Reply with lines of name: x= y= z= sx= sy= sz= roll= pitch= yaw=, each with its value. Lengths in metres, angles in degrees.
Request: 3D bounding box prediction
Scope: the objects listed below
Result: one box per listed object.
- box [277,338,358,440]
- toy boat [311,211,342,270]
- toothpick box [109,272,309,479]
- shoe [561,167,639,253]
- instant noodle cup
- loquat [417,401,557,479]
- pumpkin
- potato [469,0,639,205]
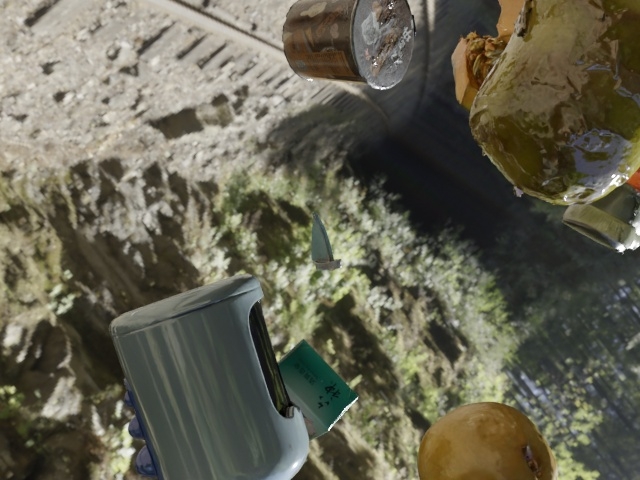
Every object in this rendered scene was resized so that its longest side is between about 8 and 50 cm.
box: x=-0.046 y=0.304 z=1.358 sx=0.092 sy=0.153 sz=0.245 roll=-42 pitch=174 yaw=-32
toy boat: x=0.000 y=-0.001 z=1.411 sx=0.034 sy=0.122 sz=0.096 roll=-22 pitch=-170 yaw=-33
toothpick box: x=-0.167 y=0.253 z=1.072 sx=0.263 sy=0.354 sz=0.263 roll=-19 pitch=179 yaw=0
shoe: x=0.497 y=-0.084 z=1.157 sx=0.336 sy=0.132 sz=0.171 roll=-7 pitch=126 yaw=-63
instant noodle cup: x=0.052 y=-0.419 z=1.451 sx=0.207 sy=0.217 sz=0.217 roll=9 pitch=-146 yaw=39
loquat: x=0.249 y=0.347 z=1.061 sx=0.208 sy=0.208 sz=0.208 roll=-38 pitch=180 yaw=0
pumpkin: x=0.463 y=-0.424 z=1.648 sx=0.303 sy=0.256 sz=0.225 roll=123 pitch=-14 yaw=-45
potato: x=0.326 y=-0.178 z=0.879 sx=0.196 sy=0.247 sz=0.299 roll=-61 pitch=168 yaw=-46
